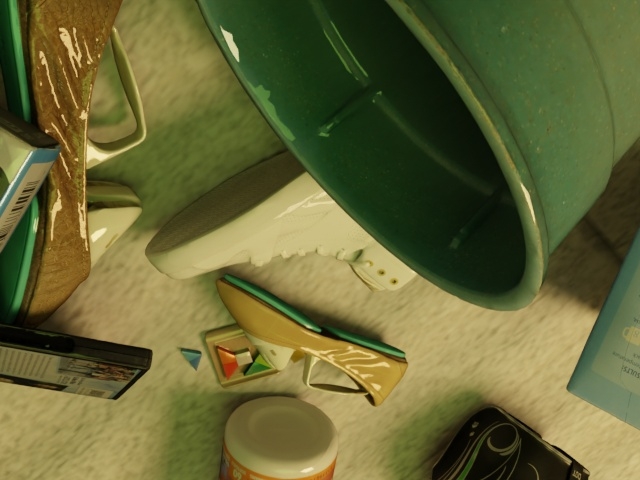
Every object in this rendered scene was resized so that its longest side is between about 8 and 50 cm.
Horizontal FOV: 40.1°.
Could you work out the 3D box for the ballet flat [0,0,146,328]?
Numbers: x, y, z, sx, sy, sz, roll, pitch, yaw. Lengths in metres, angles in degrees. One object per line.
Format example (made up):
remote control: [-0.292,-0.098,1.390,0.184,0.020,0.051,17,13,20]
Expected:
ballet flat: [-0.212,-0.071,0.747,0.124,0.116,0.342,-6,117,-31]

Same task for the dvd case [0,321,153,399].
dvd case: [-0.293,0.103,0.794,0.253,0.022,0.180,13,157,-18]

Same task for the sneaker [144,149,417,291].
sneaker: [0.000,0.000,0.816,0.293,0.108,0.169,-27,117,2]

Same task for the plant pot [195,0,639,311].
plant pot: [0.134,-0.189,0.605,0.334,0.341,0.341,-42,120,-12]

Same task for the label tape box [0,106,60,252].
label tape box: [-0.399,-0.048,0.600,0.348,0.115,0.249,31,94,-12]

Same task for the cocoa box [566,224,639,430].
cocoa box: [0.448,0.093,0.791,0.347,0.228,0.231,28,116,25]

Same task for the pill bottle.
pill bottle: [-0.053,0.288,0.950,0.121,0.121,0.216,2,117,-13]

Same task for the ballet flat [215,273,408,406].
ballet flat: [-0.013,0.109,0.880,0.232,0.080,0.073,26,91,-23]

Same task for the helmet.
helmet: [0.206,0.289,0.992,0.169,0.169,0.161,36,89,-26]

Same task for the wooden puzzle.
wooden puzzle: [-0.079,0.119,0.916,0.116,0.014,0.078,-21,120,0]
